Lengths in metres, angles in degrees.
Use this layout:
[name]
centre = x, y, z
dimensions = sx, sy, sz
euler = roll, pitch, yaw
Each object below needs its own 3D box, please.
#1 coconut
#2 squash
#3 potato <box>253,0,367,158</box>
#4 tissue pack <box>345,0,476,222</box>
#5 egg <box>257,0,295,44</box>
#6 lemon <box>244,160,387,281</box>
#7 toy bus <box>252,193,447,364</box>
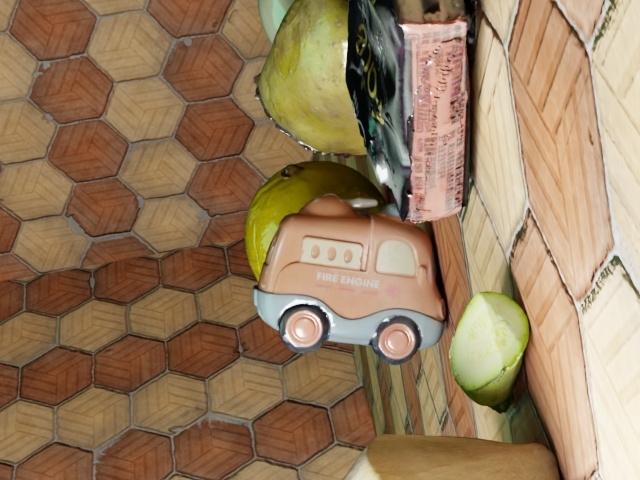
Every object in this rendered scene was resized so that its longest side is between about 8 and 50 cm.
[coconut]
centre = 0.124, 0.329, 1.208
dimensions = 0.329, 0.329, 0.329
euler = 170, 90, -87
[squash]
centre = 0.177, 0.138, 1.290
dimensions = 0.090, 0.075, 0.200
euler = 48, 162, 29
[potato]
centre = 0.038, -0.258, 1.660
dimensions = 0.266, 0.229, 0.229
euler = 123, 139, -63
[tissue pack]
centre = 0.094, -0.199, 1.288
dimensions = 0.332, 0.123, 0.245
euler = 84, 177, -56
[egg]
centre = -0.008, -0.385, 1.945
dimensions = 0.186, 0.186, 0.253
euler = 88, 168, -69
[lemon]
centre = 0.001, 0.000, 2.222
dimensions = 0.297, 0.297, 0.297
euler = 170, 90, -87
[toy bus]
centre = 0.047, 0.051, 1.775
dimensions = 0.194, 0.287, 0.232
euler = -157, 74, -86
